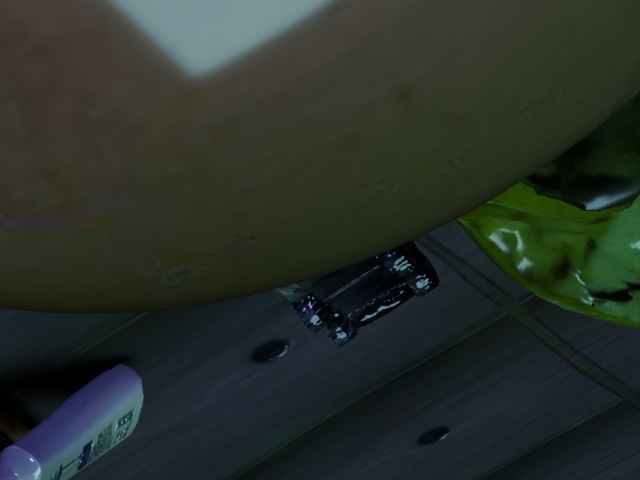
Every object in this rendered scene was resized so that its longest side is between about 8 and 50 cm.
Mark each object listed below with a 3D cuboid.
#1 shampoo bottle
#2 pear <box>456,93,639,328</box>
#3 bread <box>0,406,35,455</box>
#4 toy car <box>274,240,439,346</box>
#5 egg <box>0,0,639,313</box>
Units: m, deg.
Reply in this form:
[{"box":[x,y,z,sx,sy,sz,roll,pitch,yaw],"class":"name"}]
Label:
[{"box":[-0.155,0.122,0.977,0.141,0.034,0.049,-36,155,-49],"class":"shampoo bottle"},{"box":[0.130,-0.048,0.791,0.238,0.164,0.255,9,161,2],"class":"pear"},{"box":[-0.238,0.133,0.971,0.116,0.077,0.200,-20,151,11],"class":"bread"},{"box":[0.000,0.000,0.922,0.071,0.062,0.165,-33,149,15],"class":"toy car"},{"box":[-0.028,-0.141,0.434,0.374,0.301,0.301,-25,150,-1],"class":"egg"}]
